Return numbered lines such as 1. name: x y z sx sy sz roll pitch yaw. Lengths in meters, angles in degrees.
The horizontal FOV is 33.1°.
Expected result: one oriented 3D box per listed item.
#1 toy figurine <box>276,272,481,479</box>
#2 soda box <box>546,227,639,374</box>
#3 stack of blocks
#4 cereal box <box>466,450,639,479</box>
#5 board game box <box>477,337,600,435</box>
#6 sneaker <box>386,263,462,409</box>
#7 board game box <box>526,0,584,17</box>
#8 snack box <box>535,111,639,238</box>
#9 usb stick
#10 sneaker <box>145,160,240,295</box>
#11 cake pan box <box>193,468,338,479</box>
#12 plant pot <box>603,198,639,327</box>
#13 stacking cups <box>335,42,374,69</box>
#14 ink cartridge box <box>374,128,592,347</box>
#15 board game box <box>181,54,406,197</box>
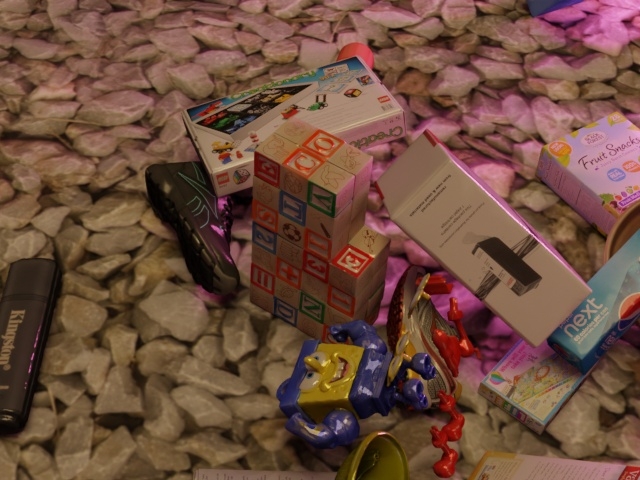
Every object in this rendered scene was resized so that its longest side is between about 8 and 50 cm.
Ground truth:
1. toy figurine: 0.038 0.217 1.318 0.217 0.191 0.363 -5 46 31
2. soda box: 0.404 0.079 1.476 0.210 0.067 0.071 -45 61 -7
3. stack of blocks: 0.000 0.000 1.447 0.171 0.297 0.087 28 51 20
4. cereal box: 0.256 0.327 1.253 0.240 0.047 0.173 -4 33 47
5. board game box: 0.304 0.185 1.489 0.103 0.026 0.154 34 54 23
6. sneaker: 0.144 0.135 1.492 0.092 0.088 0.225 4 55 -11
7. board game box: 0.573 -0.525 2.024 0.316 0.242 0.064 -21 89 -22
8. snack box: 0.480 -0.099 1.735 0.174 0.070 0.207 -26 53 -25
9. usb stick: -0.409 0.135 1.457 0.077 0.045 0.278 4 48 -3
10. sneaker: -0.170 -0.032 1.595 0.106 0.101 0.267 -17 52 -22
11. cake pan box: -0.031 0.386 1.251 0.245 0.070 0.267 2 48 -6
12. plant pot: 0.531 0.049 1.553 0.237 0.110 0.237 -7 61 14
13. stacking cups: 0.035 -0.222 1.788 0.096 0.096 0.316 12 48 6
14. ink cartridge box: 0.216 -0.006 1.463 0.273 0.114 0.197 42 10 -15
15. board game box: -0.044 -0.181 1.658 0.305 0.053 0.193 -19 39 -9
